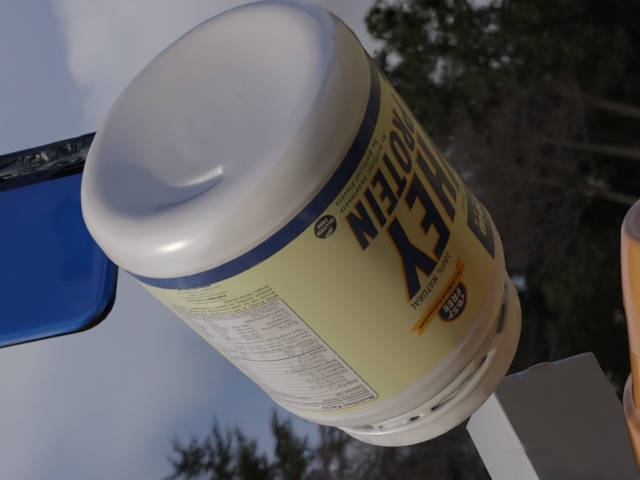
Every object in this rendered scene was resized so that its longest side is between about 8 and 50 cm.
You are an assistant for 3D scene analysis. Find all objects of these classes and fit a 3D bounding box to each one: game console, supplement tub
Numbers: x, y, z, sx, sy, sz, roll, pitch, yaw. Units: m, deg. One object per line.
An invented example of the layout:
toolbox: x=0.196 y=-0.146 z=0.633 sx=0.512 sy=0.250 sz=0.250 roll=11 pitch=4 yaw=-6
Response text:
game console: x=-0.279 y=0.020 z=1.020 sx=0.250 sy=0.293 sz=0.173 roll=20 pitch=-121 yaw=-76
supplement tub: x=0.000 y=0.000 z=0.908 sx=0.325 sy=0.235 sz=0.235 roll=47 pitch=-127 yaw=-40

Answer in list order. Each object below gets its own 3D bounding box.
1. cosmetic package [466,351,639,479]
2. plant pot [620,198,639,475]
cosmetic package: x=0.249 y=0.237 z=1.110 sx=0.107 sy=0.127 sz=0.238 roll=100 pitch=153 yaw=-49
plant pot: x=0.347 y=0.051 z=0.857 sx=0.203 sy=0.291 sz=0.291 roll=68 pitch=-154 yaw=-15
